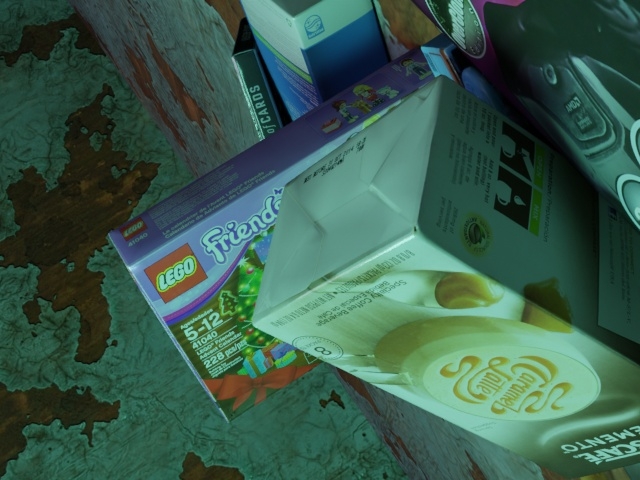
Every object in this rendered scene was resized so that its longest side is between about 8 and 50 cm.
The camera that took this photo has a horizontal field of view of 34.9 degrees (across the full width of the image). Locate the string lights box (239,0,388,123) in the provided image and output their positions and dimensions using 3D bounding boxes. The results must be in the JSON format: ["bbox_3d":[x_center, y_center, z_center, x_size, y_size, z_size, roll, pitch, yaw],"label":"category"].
[{"bbox_3d":[0.008,-0.149,0.963,0.133,0.077,0.259,48,166,42],"label":"string lights box"}]

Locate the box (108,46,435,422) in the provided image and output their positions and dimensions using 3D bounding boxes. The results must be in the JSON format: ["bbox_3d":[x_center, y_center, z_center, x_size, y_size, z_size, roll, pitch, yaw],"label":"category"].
[{"bbox_3d":[0.000,0.000,0.846,0.057,0.293,0.201,47,167,49],"label":"box"}]

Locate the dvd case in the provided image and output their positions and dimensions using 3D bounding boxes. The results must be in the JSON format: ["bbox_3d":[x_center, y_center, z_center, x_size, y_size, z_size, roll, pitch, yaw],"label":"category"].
[{"bbox_3d":[-0.051,-0.143,1.113,0.238,0.029,0.179,-97,-11,-69],"label":"dvd case"}]

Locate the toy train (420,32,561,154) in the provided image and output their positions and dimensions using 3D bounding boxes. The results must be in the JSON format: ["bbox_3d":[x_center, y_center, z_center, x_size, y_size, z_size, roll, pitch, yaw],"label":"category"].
[{"bbox_3d":[0.138,-0.066,0.635,0.184,0.080,0.105,57,179,-17],"label":"toy train"}]

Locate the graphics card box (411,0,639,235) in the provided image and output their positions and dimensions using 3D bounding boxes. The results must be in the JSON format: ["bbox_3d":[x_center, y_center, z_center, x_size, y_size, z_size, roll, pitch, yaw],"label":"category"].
[{"bbox_3d":[0.091,-0.177,0.455,0.371,0.094,0.233,51,169,24],"label":"graphics card box"}]

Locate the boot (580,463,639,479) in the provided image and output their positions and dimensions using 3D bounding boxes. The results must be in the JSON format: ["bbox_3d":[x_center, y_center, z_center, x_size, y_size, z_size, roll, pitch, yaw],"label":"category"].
[{"bbox_3d":[0.286,0.256,0.867,0.264,0.096,0.280,56,170,2],"label":"boot"}]

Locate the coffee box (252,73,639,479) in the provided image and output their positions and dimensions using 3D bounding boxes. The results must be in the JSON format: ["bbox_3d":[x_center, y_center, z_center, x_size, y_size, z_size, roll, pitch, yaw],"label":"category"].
[{"bbox_3d":[0.107,0.035,0.563,0.246,0.098,0.141,28,145,-25],"label":"coffee box"}]
